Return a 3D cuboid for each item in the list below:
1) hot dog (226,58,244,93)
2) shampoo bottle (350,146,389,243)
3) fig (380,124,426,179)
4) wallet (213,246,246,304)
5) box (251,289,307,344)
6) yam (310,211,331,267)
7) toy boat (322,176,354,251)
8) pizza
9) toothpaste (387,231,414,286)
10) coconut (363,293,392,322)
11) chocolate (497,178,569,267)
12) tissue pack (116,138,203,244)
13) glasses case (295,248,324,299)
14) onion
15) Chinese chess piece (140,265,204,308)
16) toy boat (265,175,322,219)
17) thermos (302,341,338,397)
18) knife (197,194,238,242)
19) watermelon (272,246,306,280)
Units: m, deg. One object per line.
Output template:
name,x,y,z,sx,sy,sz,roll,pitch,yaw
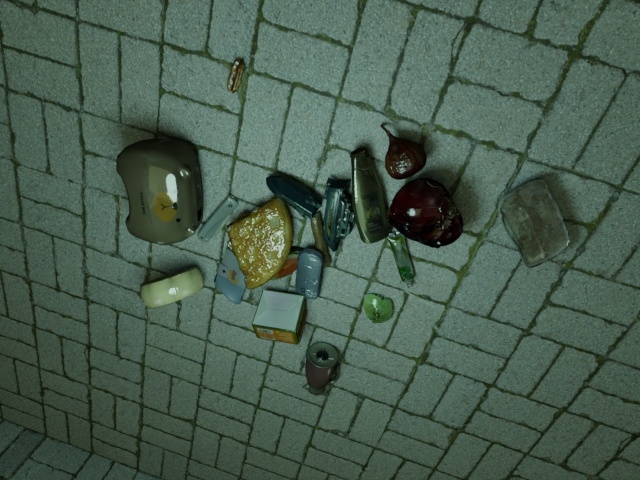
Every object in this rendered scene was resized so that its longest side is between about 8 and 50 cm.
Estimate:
hot dog,-0.297,-0.582,1.515,0.049,0.037,0.122,32,115,9
shampoo bottle,0.173,-0.164,1.582,0.125,0.084,0.351,-21,115,-19
fig,0.274,-0.317,1.471,0.145,0.134,0.201,-23,101,13
wallet,-0.382,0.151,1.898,0.170,0.069,0.231,33,117,15
box,-0.173,0.336,1.863,0.194,0.178,0.148,6,143,10
yam,0.000,0.000,1.740,0.056,0.057,0.242,-5,116,16
toy boat,0.069,-0.086,1.641,0.121,0.114,0.297,13,119,16
pizza,-0.250,0.006,1.738,0.277,0.114,0.410,16,102,11
toothpaste,0.328,0.076,1.707,0.077,0.047,0.248,-14,111,15
coconut,0.249,0.295,1.833,0.133,0.055,0.158,-28,109,26
chocolate,0.739,-0.065,1.504,0.185,0.100,0.303,-29,110,14
tissue pack,-0.593,-0.186,1.655,0.276,0.267,0.388,8,117,6
glasses case,-0.047,0.145,1.796,0.109,0.067,0.283,15,134,9
onion,0.380,-0.092,1.514,0.280,0.221,0.281,17,149,11
Chinese chess piece,-0.646,0.200,1.870,0.269,0.270,0.112,-16,96,20
toy boat,-0.107,-0.175,1.651,0.246,0.093,0.103,34,152,0
thermos,0.006,0.620,2.021,0.176,0.146,0.265,-3,128,-14
knife,-0.430,-0.086,1.803,0.073,0.041,0.265,34,120,-18
watermelon,-0.148,0.098,1.826,0.245,0.063,0.119,-35,118,26
